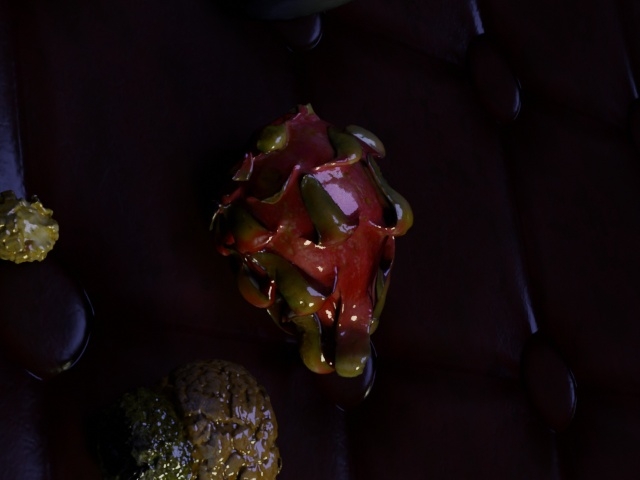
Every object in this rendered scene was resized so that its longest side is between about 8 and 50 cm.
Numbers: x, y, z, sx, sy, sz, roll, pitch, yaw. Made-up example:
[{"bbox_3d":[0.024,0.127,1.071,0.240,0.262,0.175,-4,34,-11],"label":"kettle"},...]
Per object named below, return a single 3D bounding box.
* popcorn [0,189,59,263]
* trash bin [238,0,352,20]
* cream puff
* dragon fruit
[{"bbox_3d":[-0.314,-0.014,1.728,0.082,0.057,0.083,-39,108,-46],"label":"popcorn"},{"bbox_3d":[-0.045,-0.464,2.173,0.252,0.203,0.301,-9,79,-41],"label":"trash bin"},{"bbox_3d":[-0.154,0.219,1.737,0.169,0.183,0.183,0,73,-39],"label":"cream puff"},{"bbox_3d":[-0.017,-0.006,1.992,0.227,0.243,0.307,-25,133,-75],"label":"dragon fruit"}]
